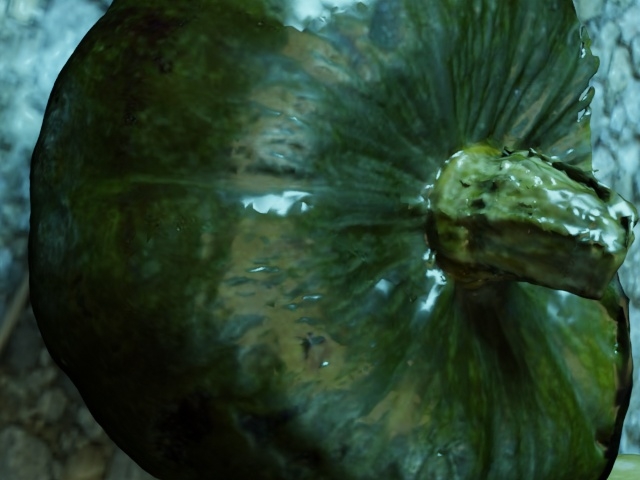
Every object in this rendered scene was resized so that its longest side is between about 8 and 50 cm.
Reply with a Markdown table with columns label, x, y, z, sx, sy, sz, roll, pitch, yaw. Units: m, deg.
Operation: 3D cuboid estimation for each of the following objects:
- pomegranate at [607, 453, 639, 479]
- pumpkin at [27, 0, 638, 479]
| label | x | y | z | sx | sy | sz | roll | pitch | yaw |
| --- | --- | --- | --- | --- | --- | --- | --- | --- | --- |
| pomegranate | 0.216 | 0.271 | 0.487 | 0.342 | 0.342 | 0.343 | 0 | 91 | -26 |
| pumpkin | 0.000 | 0.000 | 0.404 | 0.232 | 0.242 | 0.325 | -12 | 92 | -34 |
